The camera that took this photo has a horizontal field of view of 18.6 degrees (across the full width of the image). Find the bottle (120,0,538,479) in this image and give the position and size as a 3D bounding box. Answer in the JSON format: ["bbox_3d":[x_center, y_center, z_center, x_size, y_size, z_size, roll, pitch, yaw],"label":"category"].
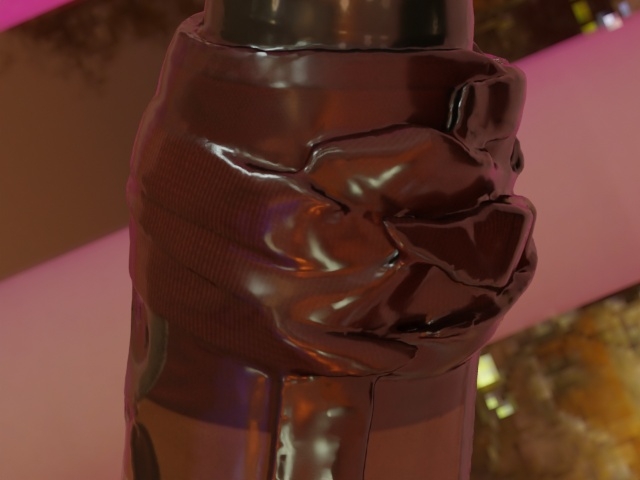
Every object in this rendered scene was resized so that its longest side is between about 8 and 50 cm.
[{"bbox_3d":[0.000,0.000,0.670,0.156,0.143,0.271,23,114,45],"label":"bottle"}]
